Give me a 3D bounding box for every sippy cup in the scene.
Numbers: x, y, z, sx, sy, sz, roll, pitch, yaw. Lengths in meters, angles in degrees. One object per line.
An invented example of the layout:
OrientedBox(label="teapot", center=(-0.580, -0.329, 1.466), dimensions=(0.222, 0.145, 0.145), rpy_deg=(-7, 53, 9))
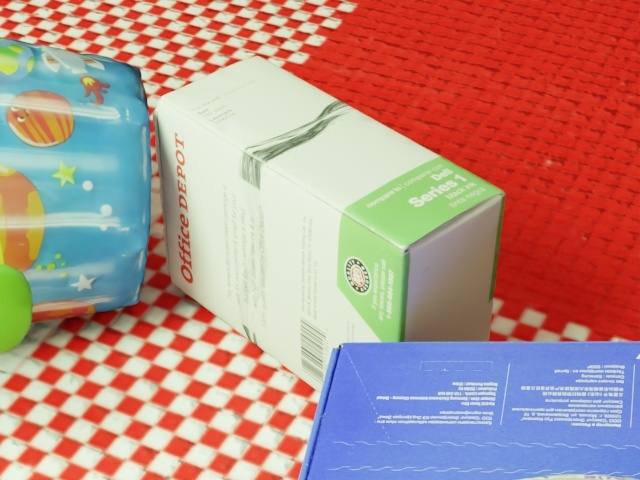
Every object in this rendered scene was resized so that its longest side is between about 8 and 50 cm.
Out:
OrientedBox(label="sippy cup", center=(-0.227, -0.039, 0.894), dimensions=(0.224, 0.240, 0.305), rpy_deg=(1, 64, -13))

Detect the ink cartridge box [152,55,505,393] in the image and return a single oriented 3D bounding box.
OrientedBox(label="ink cartridge box", center=(0.000, 0.000, 0.866), dimensions=(0.092, 0.160, 0.219), rpy_deg=(-30, 48, -33))

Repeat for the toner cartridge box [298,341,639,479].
OrientedBox(label="toner cartridge box", center=(0.164, 0.134, 0.687), dimensions=(0.347, 0.075, 0.165), rpy_deg=(-1, 45, 18))

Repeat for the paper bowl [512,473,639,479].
OrientedBox(label="paper bowl", center=(0.104, 0.236, 0.534), dimensions=(0.284, 0.284, 0.148), rpy_deg=(12, -2, 16))
